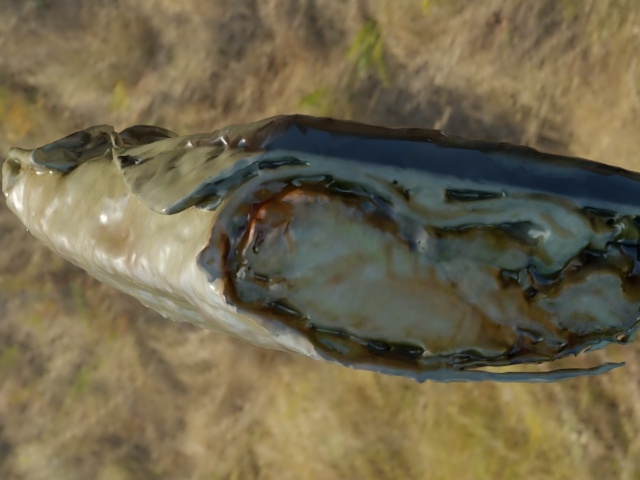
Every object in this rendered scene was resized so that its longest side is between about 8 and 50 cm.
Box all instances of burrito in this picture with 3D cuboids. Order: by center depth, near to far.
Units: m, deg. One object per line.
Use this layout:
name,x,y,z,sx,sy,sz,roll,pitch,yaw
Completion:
burrito,-0.010,0.000,0.814,0.175,0.107,0.347,1,-176,-35
